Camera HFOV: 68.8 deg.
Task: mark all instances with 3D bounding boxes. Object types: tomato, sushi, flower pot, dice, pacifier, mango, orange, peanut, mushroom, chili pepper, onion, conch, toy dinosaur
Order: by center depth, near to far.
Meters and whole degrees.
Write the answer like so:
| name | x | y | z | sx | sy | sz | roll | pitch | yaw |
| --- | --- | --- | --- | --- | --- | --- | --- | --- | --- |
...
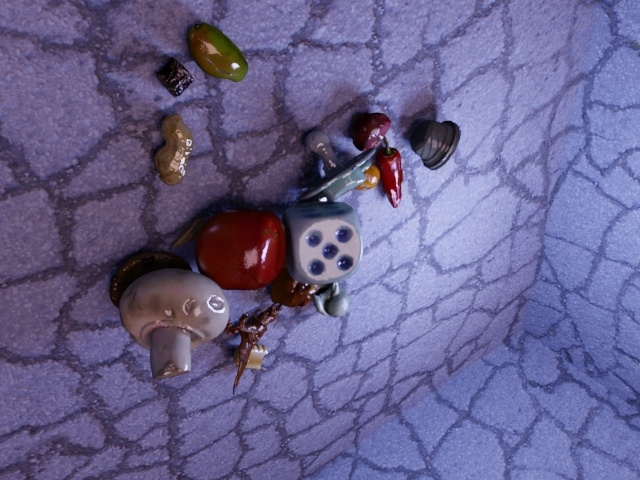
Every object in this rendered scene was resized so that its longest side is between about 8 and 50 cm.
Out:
| name | x | y | z | sx | sy | sz | roll | pitch | yaw |
| --- | --- | --- | --- | --- | --- | --- | --- | --- | --- |
| sushi | -0.431 | -0.480 | 1.382 | 0.084 | 0.098 | 0.094 | -48 | 117 | -7 |
| mango | -0.306 | -0.552 | 1.411 | 0.125 | 0.111 | 0.233 | -39 | 149 | 9 |
| peanut | -0.461 | -0.284 | 1.474 | 0.103 | 0.098 | 0.229 | -19 | 130 | -62 |
| mushroom | -0.473 | 0.267 | 1.552 | 0.353 | 0.353 | 0.325 | -44 | 174 | -6 |
| tomato | -0.278 | 0.032 | 1.665 | 0.325 | 0.293 | 0.289 | 46 | 44 | -74 |
| dice | 0.000 | 0.000 | 1.789 | 0.265 | 0.268 | 0.262 | -7 | 107 | -12 |
| pacifier | 0.037 | -0.299 | 1.790 | 0.343 | 0.288 | 0.269 | -30 | 101 | 7 |
| onion | 0.191 | -0.445 | 1.850 | 0.184 | 0.147 | 0.184 | -37 | 176 | -3 |
| orange | 0.179 | -0.272 | 1.951 | 0.136 | 0.136 | 0.117 | 0 | 83 | -37 |
| toy dinosaur | -0.324 | 0.414 | 2.006 | 0.432 | 0.097 | 0.208 | -55 | 127 | -21 |
| flower pot | 0.485 | -0.435 | 2.036 | 0.141 | 0.235 | 0.235 | 23 | 103 | -21 |
| chili pepper | 0.305 | -0.296 | 2.043 | 0.110 | 0.110 | 0.387 | -33 | 136 | -16 |
| conch | 0.048 | 0.270 | 2.201 | 0.172 | 0.131 | 0.199 | -9 | 84 | -8 |

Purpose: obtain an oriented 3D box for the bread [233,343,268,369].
| name | x | y | z | sx | sy | sz | roll | pitch | yaw |
| --- | --- | --- | --- | --- | --- | --- | --- | --- | --- |
| bread | -0.316 | 0.519 | 2.115 | 0.177 | 0.084 | 0.119 | 24 | 100 | -43 |

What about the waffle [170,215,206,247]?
| name | x | y | z | sx | sy | sz | roll | pitch | yaw |
| --- | --- | --- | --- | --- | --- | --- | --- | --- | --- |
| waffle | -0.462 | -0.009 | 1.702 | 0.152 | 0.023 | 0.097 | -47 | 134 | -5 |

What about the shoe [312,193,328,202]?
| name | x | y | z | sx | sy | sz | roll | pitch | yaw |
| --- | --- | --- | --- | --- | --- | --- | --- | --- | --- |
| shoe | 0.026 | -0.094 | 1.968 | 0.103 | 0.100 | 0.251 | -27 | 128 | -23 |

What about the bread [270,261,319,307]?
| name | x | y | z | sx | sy | sz | roll | pitch | yaw |
| --- | --- | --- | --- | --- | --- | --- | --- | --- | --- |
| bread | -0.096 | 0.170 | 2.021 | 0.232 | 0.135 | 0.246 | -9 | 120 | -48 |

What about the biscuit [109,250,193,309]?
| name | x | y | z | sx | sy | sz | roll | pitch | yaw |
| --- | --- | --- | --- | --- | --- | --- | --- | --- | --- |
| biscuit | -0.599 | 0.156 | 1.667 | 0.296 | 0.075 | 0.295 | -19 | 129 | -25 |
